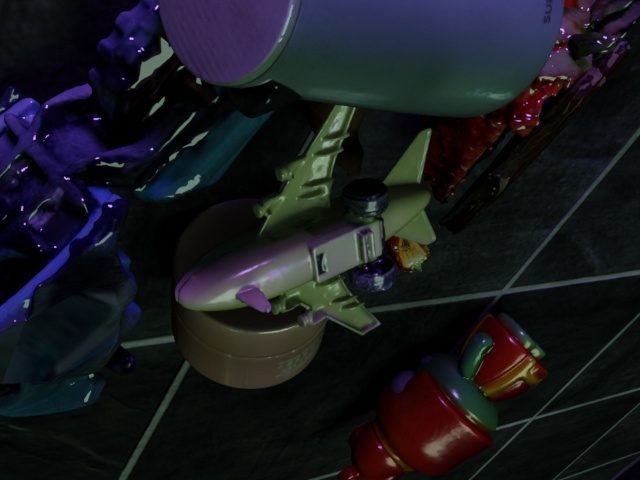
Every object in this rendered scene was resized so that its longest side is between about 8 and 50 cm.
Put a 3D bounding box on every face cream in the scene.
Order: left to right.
[{"bbox_3d":[-0.063,0.049,0.831,0.149,0.149,0.104,-17,148,-22],"label":"face cream"}]

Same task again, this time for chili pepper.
[{"bbox_3d":[0.088,-0.006,1.004,0.045,0.027,0.178,-37,150,2],"label":"chili pepper"}]

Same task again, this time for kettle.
[{"bbox_3d":[0.026,-0.181,0.557,0.243,0.160,0.211,-9,107,-48],"label":"kettle"}]

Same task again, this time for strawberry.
[{"bbox_3d":[0.148,-0.140,0.764,0.188,0.106,0.286,-43,177,-37],"label":"strawberry"}]

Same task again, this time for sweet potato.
[{"bbox_3d":[0.014,-0.121,0.739,0.068,0.068,0.226,-31,152,0],"label":"sweet potato"}]

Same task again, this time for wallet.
[{"bbox_3d":[0.202,-0.096,0.845,0.232,0.031,0.122,-46,178,-28],"label":"wallet"}]

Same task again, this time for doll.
[{"bbox_3d":[0.174,0.259,1.337,0.363,0.160,0.182,-36,151,9],"label":"doll"}]

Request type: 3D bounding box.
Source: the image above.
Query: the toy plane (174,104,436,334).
[{"bbox_3d":[0.000,0.000,0.707,0.244,0.092,0.229,-29,128,-31],"label":"toy plane"}]

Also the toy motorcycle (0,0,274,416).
[{"bbox_3d":[-0.181,-0.004,0.667,0.416,0.172,0.232,-49,157,4],"label":"toy motorcycle"}]
